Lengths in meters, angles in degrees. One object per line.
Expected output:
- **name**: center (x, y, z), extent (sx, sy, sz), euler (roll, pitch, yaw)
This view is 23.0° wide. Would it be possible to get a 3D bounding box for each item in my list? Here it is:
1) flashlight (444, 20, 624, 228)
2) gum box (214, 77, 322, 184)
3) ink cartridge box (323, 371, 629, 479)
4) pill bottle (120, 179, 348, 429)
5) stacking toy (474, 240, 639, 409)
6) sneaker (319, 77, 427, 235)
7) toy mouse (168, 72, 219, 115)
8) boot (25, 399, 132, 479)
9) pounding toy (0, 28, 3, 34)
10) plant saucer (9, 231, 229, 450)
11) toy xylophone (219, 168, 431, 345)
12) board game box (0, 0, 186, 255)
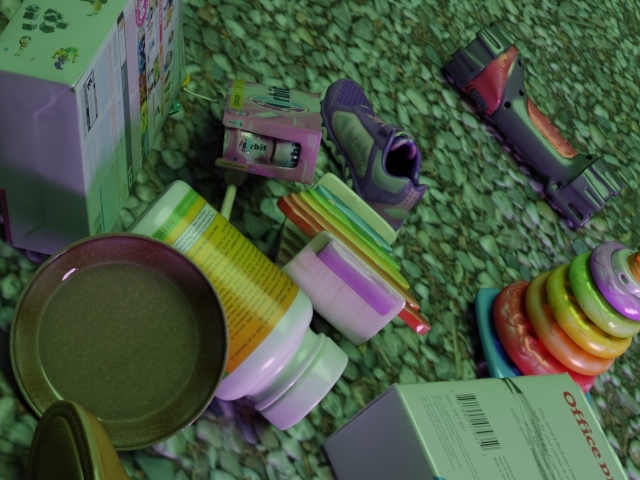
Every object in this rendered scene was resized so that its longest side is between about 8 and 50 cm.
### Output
- **flashlight**: center (0.310, -0.169, 2.245), extent (0.304, 0.103, 0.103), euler (48, 32, 2)
- **gum box**: center (-0.057, -0.122, 1.747), extent (0.107, 0.062, 0.188), euler (10, 18, -5)
- **ink cartridge box**: center (0.183, 0.269, 1.658), extent (0.307, 0.129, 0.223), euler (2, 55, -46)
- **pill bottle**: center (-0.095, 0.069, 1.545), extent (0.246, 0.136, 0.136), euler (43, 35, -7)
- **stacking toy**: center (0.338, 0.067, 1.868), extent (0.175, 0.302, 0.165), euler (23, 42, -30)
- **sneaker**: center (0.070, -0.114, 1.930), extent (0.095, 0.104, 0.236), euler (13, 47, -38)
- **toy mouse**: center (-0.207, -0.179, 1.758), extent (0.161, 0.031, 0.143), euler (46, 34, -2)
- **boot**: center (-0.121, 0.263, 1.353), extent (0.220, 0.109, 0.283), euler (-3, 61, -47)
- **pounding toy**: center (-0.379, -0.135, 1.477), extent (0.181, 0.094, 0.206), euler (24, 41, -31)
- **plant saucer**: center (-0.184, 0.092, 1.440), extent (0.199, 0.036, 0.198), euler (1, 87, -12)
- **toy xylophone**: center (0.000, 0.000, 1.692), extent (0.236, 0.081, 0.322), euler (40, 11, -17)
- **board game box**: center (-0.219, -0.164, 1.535), extent (0.098, 0.224, 0.303), euler (13, 45, 9)
